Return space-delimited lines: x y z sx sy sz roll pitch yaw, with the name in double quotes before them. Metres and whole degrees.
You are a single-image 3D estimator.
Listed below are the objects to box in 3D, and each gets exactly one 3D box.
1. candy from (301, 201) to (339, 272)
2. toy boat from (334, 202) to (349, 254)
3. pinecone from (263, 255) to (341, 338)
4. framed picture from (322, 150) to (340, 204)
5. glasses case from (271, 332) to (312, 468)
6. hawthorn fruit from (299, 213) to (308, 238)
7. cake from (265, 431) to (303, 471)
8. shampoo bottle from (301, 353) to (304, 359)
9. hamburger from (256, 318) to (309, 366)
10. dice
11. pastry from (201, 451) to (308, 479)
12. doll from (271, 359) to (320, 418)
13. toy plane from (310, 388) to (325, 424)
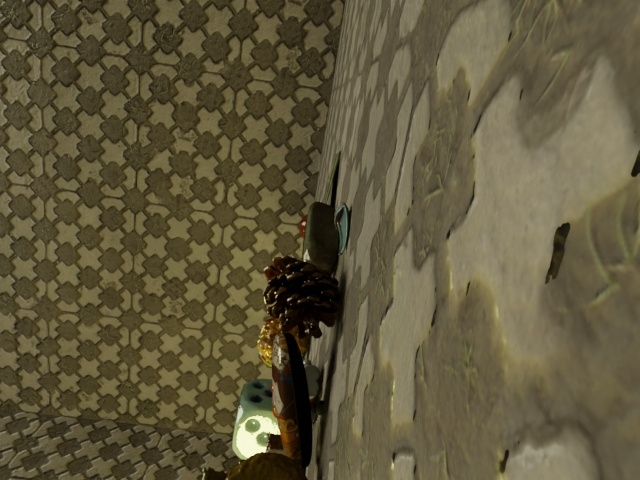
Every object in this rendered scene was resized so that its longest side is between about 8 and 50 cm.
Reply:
"candy" 0.000 0.000 1.293 0.104 0.102 0.234 104 174 -52
"toy boat" 0.058 -0.025 1.086 0.096 0.034 0.122 103 166 -48
"pinecone" -0.041 0.135 1.027 0.212 0.185 0.169 -124 42 -67
"framed picture" 0.023 -0.174 1.670 0.216 0.015 0.274 110 174 -65
"glasses case" -0.068 0.377 1.041 0.122 0.081 0.322 -147 51 -78
"hawthorn fruit" -0.032 -0.060 1.844 0.128 0.127 0.128 -172 90 -86
"cake" -0.114 0.675 1.323 0.135 0.134 0.147 100 -178 -55
"shampoo bottle" -0.095 0.558 1.637 0.085 0.085 0.263 -100 19 -78
"hamburger" -0.150 0.417 1.818 0.149 0.236 0.237 101 176 -64
"dice" -0.238 0.793 1.942 0.265 0.262 0.268 -102 23 -79
"pastry" -0.125 0.588 0.931 0.132 0.234 0.240 99 159 -58
"doll" -0.076 0.438 1.267 0.290 0.129 0.161 127 148 -52
"toy plane" -0.005 0.398 1.043 0.083 0.033 0.080 154 125 -77
